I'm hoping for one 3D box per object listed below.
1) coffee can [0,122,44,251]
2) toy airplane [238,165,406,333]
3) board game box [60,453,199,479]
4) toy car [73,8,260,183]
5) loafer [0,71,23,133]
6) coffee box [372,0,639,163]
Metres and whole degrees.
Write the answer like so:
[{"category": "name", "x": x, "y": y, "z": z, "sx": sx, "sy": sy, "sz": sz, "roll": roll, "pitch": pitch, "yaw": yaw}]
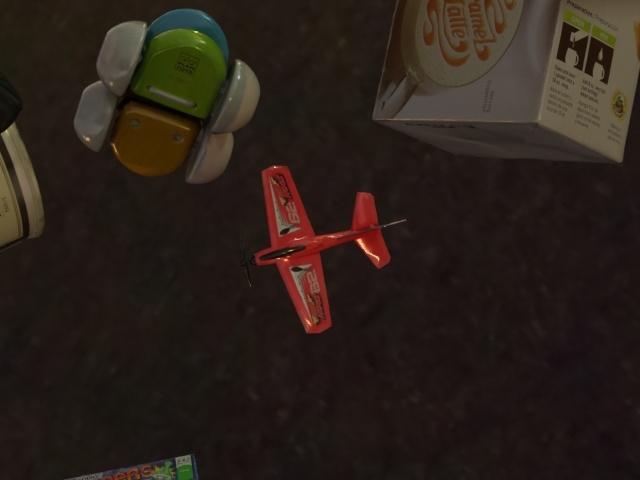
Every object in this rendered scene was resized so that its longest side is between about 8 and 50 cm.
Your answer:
[{"category": "coffee can", "x": -0.372, "y": -0.034, "z": 1.144, "sx": 0.275, "sy": 0.201, "sz": 0.201, "roll": -27, "pitch": 24, "yaw": -21}, {"category": "toy airplane", "x": 0.000, "y": 0.000, "z": 1.348, "sx": 0.151, "sy": 0.151, "sz": 0.028, "roll": -60, "pitch": 7, "yaw": -11}, {"category": "board game box", "x": -0.169, "y": 0.300, "z": 1.475, "sx": 0.136, "sy": 0.201, "sz": 0.035, "roll": -10, "pitch": 34, "yaw": -5}, {"category": "toy car", "x": -0.149, "y": -0.155, "z": 1.552, "sx": 0.136, "sy": 0.159, "sz": 0.182, "roll": -82, "pitch": 16, "yaw": -45}, {"category": "loafer", "x": -0.261, "y": -0.103, "z": 0.812, "sx": 0.078, "sy": 0.223, "sz": 0.076, "roll": -59, "pitch": 35, "yaw": 7}, {"category": "coffee box", "x": 0.135, "y": -0.181, "z": 0.988, "sx": 0.141, "sy": 0.098, "sz": 0.246, "roll": 7, "pitch": 83, "yaw": 46}]
